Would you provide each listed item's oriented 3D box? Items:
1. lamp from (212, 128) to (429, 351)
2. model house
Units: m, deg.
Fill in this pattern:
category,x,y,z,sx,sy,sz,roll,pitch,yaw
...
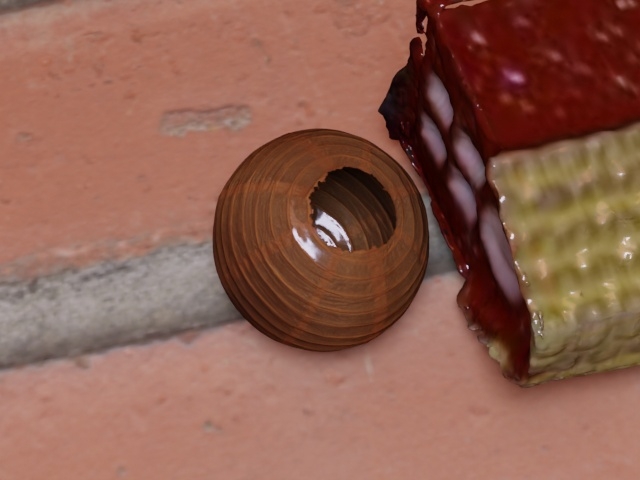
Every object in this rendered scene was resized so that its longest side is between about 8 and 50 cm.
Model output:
category,x,y,z,sx,sy,sz,roll,pitch,yaw
lamp,0.000,0.000,0.852,0.136,0.136,0.136,-2,60,3
model house,0.170,-0.031,0.835,0.196,0.160,0.254,-13,57,-12
